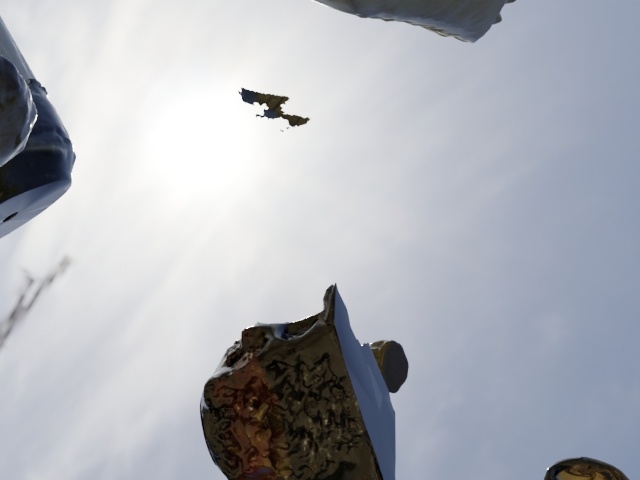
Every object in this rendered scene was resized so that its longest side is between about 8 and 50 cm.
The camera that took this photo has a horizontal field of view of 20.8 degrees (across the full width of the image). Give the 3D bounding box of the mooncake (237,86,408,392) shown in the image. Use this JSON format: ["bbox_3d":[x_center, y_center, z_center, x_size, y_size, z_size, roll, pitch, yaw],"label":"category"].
[{"bbox_3d":[0.011,-0.005,1.828,0.057,0.150,0.347,-21,-101,29],"label":"mooncake"}]

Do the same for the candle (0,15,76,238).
[{"bbox_3d":[-0.373,-0.148,1.525,0.221,0.221,0.343,-34,-100,26],"label":"candle"}]

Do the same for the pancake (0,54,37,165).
[{"bbox_3d":[-0.314,-0.115,1.069,0.294,0.294,0.049,-4,-121,46],"label":"pancake"}]

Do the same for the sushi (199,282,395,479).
[{"bbox_3d":[-0.029,0.153,1.593,0.150,0.172,0.153,-16,-149,12],"label":"sushi"}]

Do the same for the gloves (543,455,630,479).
[{"bbox_3d":[0.162,0.257,1.373,0.285,0.142,0.119,110,-9,-64],"label":"gloves"}]

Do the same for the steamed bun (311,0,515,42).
[{"bbox_3d":[0.006,-0.267,0.911,0.290,0.273,0.272,22,-78,13],"label":"steamed bun"}]
